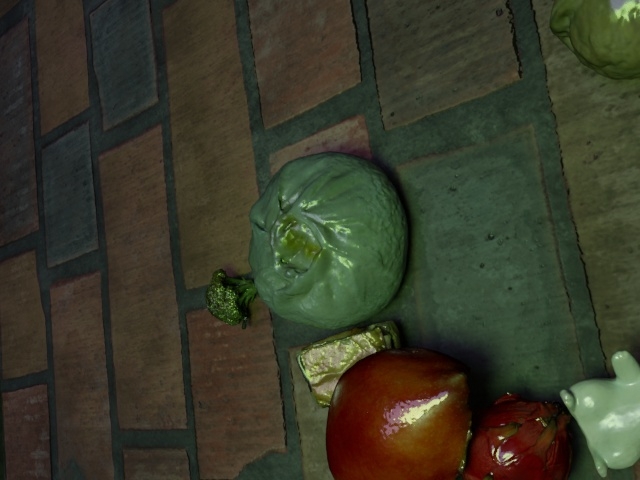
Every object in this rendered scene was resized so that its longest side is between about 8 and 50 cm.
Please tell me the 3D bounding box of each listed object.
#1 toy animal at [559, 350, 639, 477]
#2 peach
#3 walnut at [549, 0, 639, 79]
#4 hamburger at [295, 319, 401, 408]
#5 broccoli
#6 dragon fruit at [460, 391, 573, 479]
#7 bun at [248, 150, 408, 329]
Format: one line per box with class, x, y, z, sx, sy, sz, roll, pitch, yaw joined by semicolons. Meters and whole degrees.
toy animal;0.480;0.214;0.909;0.282;0.138;0.140;-38;59;29
peach;0.113;0.308;1.066;0.361;0.201;0.257;105;176;-47
walnut;0.450;-0.359;0.928;0.248;0.248;0.248;-4;84;39
hamburger;0.078;0.237;1.259;0.208;0.135;0.155;-30;84;18
broccoli;-0.206;0.130;1.491;0.120;0.130;0.131;-29;28;-9
dragon fruit;0.302;0.334;1.020;0.172;0.172;0.209;51;131;30
bun;0.000;0.000;1.269;0.362;0.211;0.361;-4;84;37
